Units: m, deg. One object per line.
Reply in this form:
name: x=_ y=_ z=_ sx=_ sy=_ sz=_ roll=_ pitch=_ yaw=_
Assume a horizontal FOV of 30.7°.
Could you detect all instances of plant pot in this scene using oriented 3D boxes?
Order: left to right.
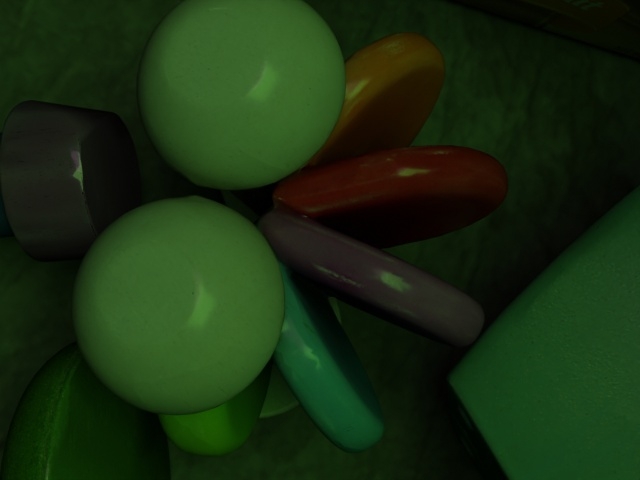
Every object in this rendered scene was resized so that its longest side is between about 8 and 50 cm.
plant pot: x=0.180 y=0.054 z=0.498 sx=0.234 sy=0.165 sz=0.165 roll=-30 pitch=69 yaw=-3

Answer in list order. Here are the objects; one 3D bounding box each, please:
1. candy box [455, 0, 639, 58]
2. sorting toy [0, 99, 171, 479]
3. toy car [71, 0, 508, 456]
candy box: x=0.117 y=-0.157 z=0.491 sx=0.317 sy=0.183 sz=0.087 roll=14 pitch=81 yaw=-17
sorting toy: x=-0.133 y=0.128 z=0.460 sx=0.126 sy=0.127 sz=0.365 roll=-5 pitch=86 yaw=11
toy car: x=0.000 y=0.000 z=0.446 sx=0.136 sy=0.159 sz=0.182 roll=14 pitch=82 yaw=14
